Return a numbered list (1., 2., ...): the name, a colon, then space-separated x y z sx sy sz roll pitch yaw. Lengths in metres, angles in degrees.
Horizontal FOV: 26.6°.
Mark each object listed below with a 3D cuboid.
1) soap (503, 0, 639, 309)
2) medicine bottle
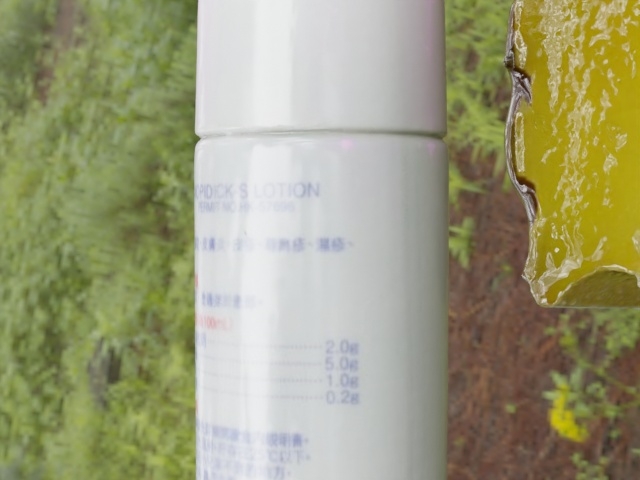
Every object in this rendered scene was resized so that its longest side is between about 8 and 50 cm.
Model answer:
1. soap: 0.246 -0.084 0.826 0.143 0.281 0.259 0 89 47
2. medicine bottle: 0.000 0.000 0.683 0.130 0.130 0.341 2 93 58
